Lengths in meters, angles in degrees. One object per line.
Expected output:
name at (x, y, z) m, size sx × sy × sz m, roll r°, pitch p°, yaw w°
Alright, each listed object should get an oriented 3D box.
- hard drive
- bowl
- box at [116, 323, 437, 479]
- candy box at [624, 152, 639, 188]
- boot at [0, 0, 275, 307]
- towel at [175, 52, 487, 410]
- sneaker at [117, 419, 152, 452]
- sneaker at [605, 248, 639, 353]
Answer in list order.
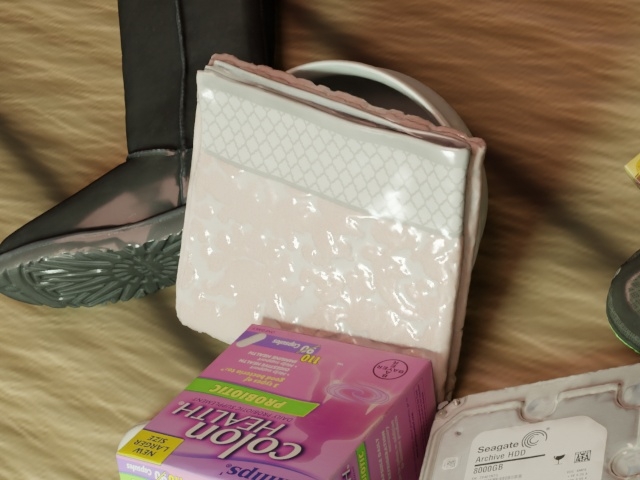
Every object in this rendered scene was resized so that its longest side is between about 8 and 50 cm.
hard drive at (0.188, 0.256, 1.324) m, size 0.237 × 0.064 × 0.339 m, roll -13°, pitch 33°, yaw 27°
bowl at (0.061, -0.058, 1.583) m, size 0.298 × 0.134 × 0.298 m, roll 13°, pitch 116°, yaw 30°
box at (-0.034, 0.204, 1.457) m, size 0.214 × 0.117 × 0.243 m, roll 10°, pitch 34°, yaw 30°
candy box at (0.409, -0.088, 1.490) m, size 0.187 × 0.053 × 0.109 m, roll -40°, pitch 53°, yaw 7°
boot at (-0.224, -0.163, 1.824) m, size 0.367 × 0.146 × 0.445 m, roll -13°, pitch 63°, yaw 12°
towel at (0.000, 0.000, 1.532) m, size 0.332 × 0.053 × 0.317 m, roll 20°, pitch 120°, yaw 27°
sneaker at (-0.137, 0.271, 1.565) m, size 0.106 × 0.123 × 0.290 m, roll -50°, pitch 51°, yaw 0°
sneaker at (0.430, 0.059, 1.264) m, size 0.483 × 0.202 × 0.185 m, roll 10°, pitch 82°, yaw 49°
